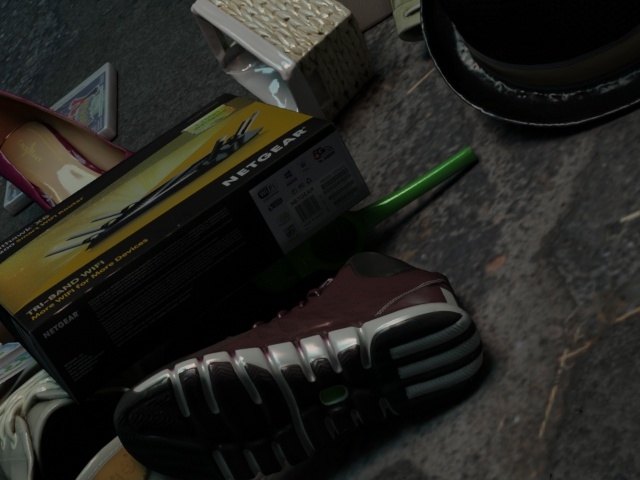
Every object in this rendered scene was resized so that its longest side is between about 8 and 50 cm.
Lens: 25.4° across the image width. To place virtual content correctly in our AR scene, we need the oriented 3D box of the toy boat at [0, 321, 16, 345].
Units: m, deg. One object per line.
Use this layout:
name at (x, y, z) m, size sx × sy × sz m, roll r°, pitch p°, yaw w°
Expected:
toy boat at (-0.478, 0.120, 1.606) m, size 0.318 × 0.148 × 0.267 m, roll -46°, pitch 29°, yaw -6°

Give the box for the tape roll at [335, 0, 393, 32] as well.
tape roll at (0.046, -0.376, 1.684) m, size 0.392 × 0.072 × 0.392 m, roll -30°, pitch 32°, yaw 21°

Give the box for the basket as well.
basket at (-0.035, -0.205, 1.471) m, size 0.103 × 0.113 × 0.167 m, roll -42°, pitch 54°, yaw -11°

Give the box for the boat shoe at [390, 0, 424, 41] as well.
boat shoe at (0.194, -0.262, 1.344) m, size 0.302 × 0.109 × 0.094 m, roll -12°, pitch 79°, yaw 41°

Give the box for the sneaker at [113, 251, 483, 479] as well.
sneaker at (-0.017, 0.089, 1.105) m, size 0.281 × 0.106 × 0.162 m, roll -14°, pitch 25°, yaw 5°

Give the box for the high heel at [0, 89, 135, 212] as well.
high heel at (-0.300, -0.091, 1.623) m, size 0.127 × 0.181 × 0.377 m, roll -53°, pitch 30°, yaw -16°

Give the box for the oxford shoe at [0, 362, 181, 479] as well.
oxford shoe at (-0.224, 0.167, 1.252) m, size 0.169 × 0.130 × 0.449 m, roll -52°, pitch 28°, yaw -8°

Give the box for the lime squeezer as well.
lime squeezer at (0.000, 0.000, 1.285) m, size 0.310 × 0.059 × 0.110 m, roll -22°, pitch 3°, yaw 34°

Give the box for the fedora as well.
fedora at (0.198, -0.260, 1.155) m, size 0.334 × 0.152 × 0.334 m, roll -12°, pitch 68°, yaw 33°

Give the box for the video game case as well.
video game case at (-0.349, -0.141, 1.915) m, size 0.183 × 0.023 × 0.201 m, roll -36°, pitch 30°, yaw 14°

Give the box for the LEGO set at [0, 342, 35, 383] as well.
LEGO set at (-0.273, 0.069, 1.424) m, size 0.244 × 0.060 × 0.182 m, roll -33°, pitch 13°, yaw -29°

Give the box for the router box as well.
router box at (-0.143, -0.008, 1.258) m, size 0.309 × 0.081 × 0.243 m, roll -36°, pitch 24°, yaw -16°
